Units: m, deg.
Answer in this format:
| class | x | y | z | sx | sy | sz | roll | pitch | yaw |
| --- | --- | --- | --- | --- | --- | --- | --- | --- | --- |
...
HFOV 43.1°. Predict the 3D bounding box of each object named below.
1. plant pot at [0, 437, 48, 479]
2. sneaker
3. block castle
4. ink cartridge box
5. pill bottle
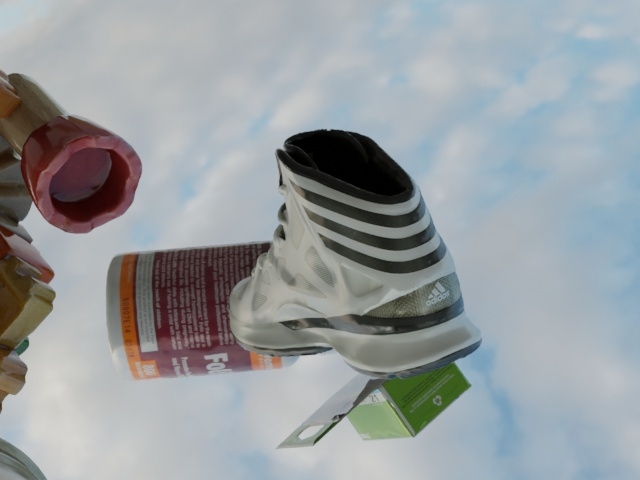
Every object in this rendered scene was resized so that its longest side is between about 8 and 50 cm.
| class | x | y | z | sx | sy | sz | roll | pitch | yaw |
| --- | --- | --- | --- | --- | --- | --- | --- | --- | --- |
| plant pot | -0.349 | 0.369 | 0.805 | 0.305 | 0.334 | 0.334 | -5 | -140 | 48 |
| sneaker | 0.001 | 0.000 | 0.960 | 0.169 | 0.257 | 0.447 | -19 | -171 | -30 |
| block castle | -0.364 | 0.040 | 0.559 | 0.453 | 0.303 | 0.213 | -50 | -126 | 1 |
| ink cartridge box | 0.076 | 0.269 | 1.242 | 0.255 | 0.097 | 0.189 | -37 | -179 | -25 |
| pill bottle | -0.152 | 0.116 | 1.397 | 0.392 | 0.224 | 0.224 | -5 | -142 | -2 |
